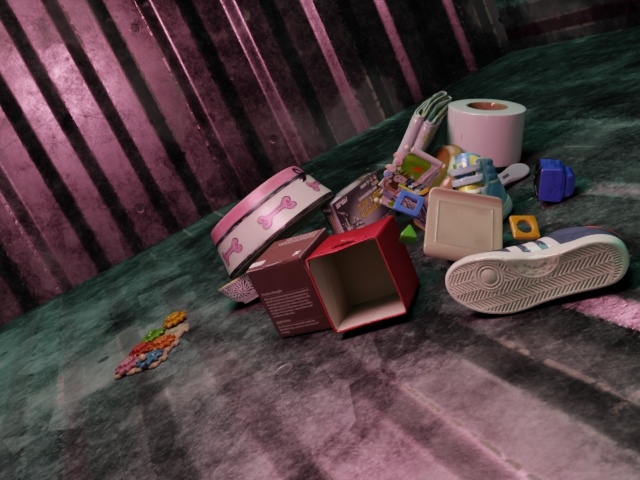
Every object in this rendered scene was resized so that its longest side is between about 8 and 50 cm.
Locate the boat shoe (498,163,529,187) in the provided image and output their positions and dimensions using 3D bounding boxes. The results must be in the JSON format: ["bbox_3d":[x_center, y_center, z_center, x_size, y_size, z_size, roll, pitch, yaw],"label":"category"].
[{"bbox_3d":[0.552,-0.184,2.040,0.142,0.049,0.040,-26,-23,-18],"label":"boat shoe"}]

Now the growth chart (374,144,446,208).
[{"bbox_3d":[0.260,-0.175,2.061,0.021,0.172,0.237,-93,26,-46],"label":"growth chart"}]

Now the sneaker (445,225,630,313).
[{"bbox_3d":[0.427,0.052,1.374,0.350,0.131,0.148,-10,14,27],"label":"sneaker"}]

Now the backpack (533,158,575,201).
[{"bbox_3d":[0.603,-0.156,1.792,0.101,0.098,0.120,7,23,7],"label":"backpack"}]

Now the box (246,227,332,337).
[{"bbox_3d":[-0.044,0.107,1.735,0.168,0.203,0.167,-15,19,31],"label":"box"}]

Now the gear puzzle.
[{"bbox_3d":[-0.492,0.294,2.105,0.175,0.044,0.339,-19,17,22],"label":"gear puzzle"}]

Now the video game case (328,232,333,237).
[{"bbox_3d":[0.000,0.000,2.164,0.201,0.023,0.183,-7,-4,-38],"label":"video game case"}]

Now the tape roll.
[{"bbox_3d":[0.526,-0.349,2.216,0.246,0.169,0.246,1,23,0],"label":"tape roll"}]

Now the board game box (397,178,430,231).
[{"bbox_3d":[0.290,-0.095,1.977,0.048,0.141,0.170,-28,17,-2],"label":"board game box"}]

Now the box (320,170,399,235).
[{"bbox_3d":[0.123,-0.080,2.107,0.056,0.183,0.231,-8,23,49],"label":"box"}]

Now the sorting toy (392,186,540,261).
[{"bbox_3d":[0.339,-0.026,1.634,0.348,0.047,0.196,10,56,3],"label":"sorting toy"}]

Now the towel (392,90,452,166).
[{"bbox_3d":[0.309,-0.291,2.293,0.090,0.374,0.320,27,33,11],"label":"towel"}]

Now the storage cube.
[{"bbox_3d":[0.104,0.076,1.614,0.184,0.215,0.193,-20,11,22],"label":"storage cube"}]

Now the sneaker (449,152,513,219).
[{"bbox_3d":[0.367,-0.101,1.762,0.127,0.208,0.319,-11,23,40],"label":"sneaker"}]

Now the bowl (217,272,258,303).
[{"bbox_3d":[-0.217,0.139,2.086,0.170,0.080,0.170,-30,1,1],"label":"bowl"}]

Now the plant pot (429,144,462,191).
[{"bbox_3d":[0.355,-0.199,2.159,0.236,0.032,0.236,-51,24,34],"label":"plant pot"}]

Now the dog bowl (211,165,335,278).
[{"bbox_3d":[-0.157,-0.065,2.099,0.408,0.150,0.408,-39,-3,-2],"label":"dog bowl"}]
